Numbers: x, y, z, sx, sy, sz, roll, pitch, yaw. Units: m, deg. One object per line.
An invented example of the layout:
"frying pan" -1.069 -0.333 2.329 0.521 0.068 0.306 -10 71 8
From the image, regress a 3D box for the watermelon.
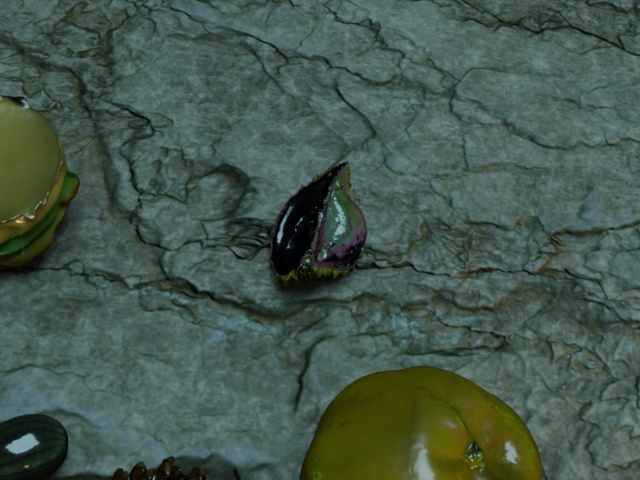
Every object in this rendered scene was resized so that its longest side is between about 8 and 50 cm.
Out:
"watermelon" -0.342 0.240 1.260 0.111 0.078 0.078 -17 58 -21

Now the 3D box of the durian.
"durian" 0.003 0.002 1.513 0.108 0.119 0.186 36 58 -31

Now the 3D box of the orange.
"orange" 0.116 0.270 1.217 0.279 0.235 0.279 11 50 -14

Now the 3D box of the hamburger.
"hamburger" -0.428 -0.066 1.435 0.237 0.149 0.237 1 59 -2

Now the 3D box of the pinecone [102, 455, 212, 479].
"pinecone" -0.156 0.325 1.169 0.213 0.168 0.185 8 47 -3
